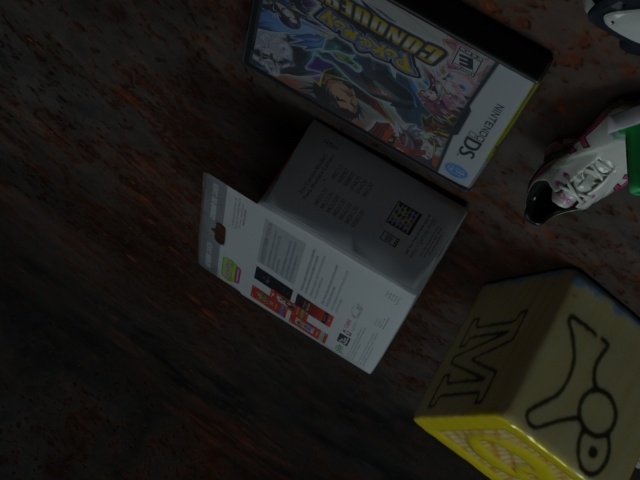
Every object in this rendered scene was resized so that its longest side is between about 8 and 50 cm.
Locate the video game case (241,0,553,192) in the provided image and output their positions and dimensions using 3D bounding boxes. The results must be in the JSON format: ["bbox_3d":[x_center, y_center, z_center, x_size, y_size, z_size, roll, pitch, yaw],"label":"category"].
[{"bbox_3d":[0.058,-0.170,1.197,0.275,0.035,0.248,30,158,3],"label":"video game case"}]

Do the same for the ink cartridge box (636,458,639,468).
[{"bbox_3d":[0.419,0.217,1.506,0.127,0.072,0.175,39,157,-20],"label":"ink cartridge box"}]

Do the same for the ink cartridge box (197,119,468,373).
[{"bbox_3d":[0.000,0.000,1.509,0.272,0.130,0.309,31,158,5],"label":"ink cartridge box"}]

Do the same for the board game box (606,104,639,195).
[{"bbox_3d":[0.422,-0.063,0.659,0.390,0.050,0.390,3,171,-26],"label":"board game box"}]

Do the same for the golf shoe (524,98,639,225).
[{"bbox_3d":[0.245,-0.062,1.121,0.067,0.086,0.186,35,156,-6],"label":"golf shoe"}]

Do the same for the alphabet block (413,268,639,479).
[{"bbox_3d":[0.259,0.171,1.449,0.192,0.197,0.193,38,157,-15],"label":"alphabet block"}]

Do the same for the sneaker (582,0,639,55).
[{"bbox_3d":[0.230,-0.194,0.844,0.153,0.094,0.235,7,159,30],"label":"sneaker"}]
